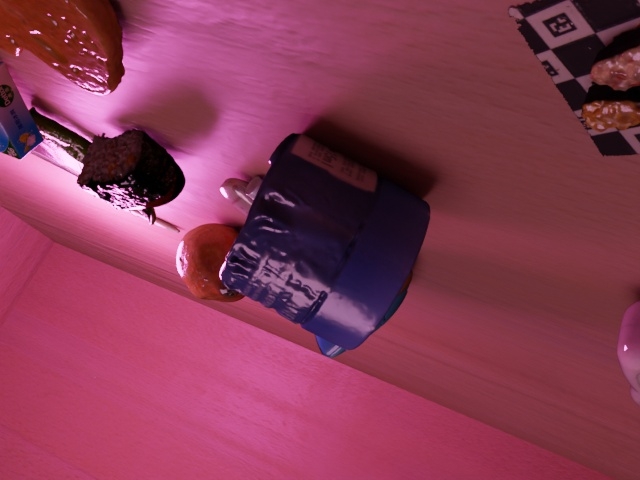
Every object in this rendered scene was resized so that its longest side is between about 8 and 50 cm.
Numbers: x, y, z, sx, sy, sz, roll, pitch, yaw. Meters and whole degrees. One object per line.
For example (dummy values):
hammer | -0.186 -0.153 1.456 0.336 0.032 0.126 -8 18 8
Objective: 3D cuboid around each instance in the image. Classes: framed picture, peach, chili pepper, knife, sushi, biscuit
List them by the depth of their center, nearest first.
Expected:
sushi | 0.274 -0.118 0.447 0.193 0.040 0.210 4 153 48
biscuit | -0.399 -0.329 0.715 0.312 0.057 0.351 20 160 16
sushi | -0.383 -0.136 1.122 0.225 0.136 0.126 6 163 35
chili pepper | -0.511 -0.171 1.288 0.359 0.076 0.085 41 162 -24
peach | -0.252 0.069 1.402 0.233 0.232 0.232 23 162 8
framed picture | -0.716 -0.245 1.449 0.217 0.016 0.273 28 162 -7
knife | -0.552 -0.081 1.694 0.293 0.019 0.043 24 164 6

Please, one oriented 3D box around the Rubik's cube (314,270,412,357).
Rubik's cube | 0.118 0.100 1.132 0.255 0.254 0.254 23 162 8

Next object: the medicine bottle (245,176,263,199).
medicine bottle | -0.095 -0.079 1.040 0.083 0.047 0.047 37 159 -31

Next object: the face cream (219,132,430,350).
face cream | 0.000 0.000 0.810 0.225 0.249 0.249 28 162 -3

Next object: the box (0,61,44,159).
box | -0.665 -0.271 1.125 0.139 0.073 0.194 20 143 17

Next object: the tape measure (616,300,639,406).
tape measure | 0.564 0.175 0.766 0.258 0.130 0.265 4 147 43

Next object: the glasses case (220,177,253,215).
glasses case | -0.108 -0.058 1.110 0.204 0.051 0.081 35 162 -29
